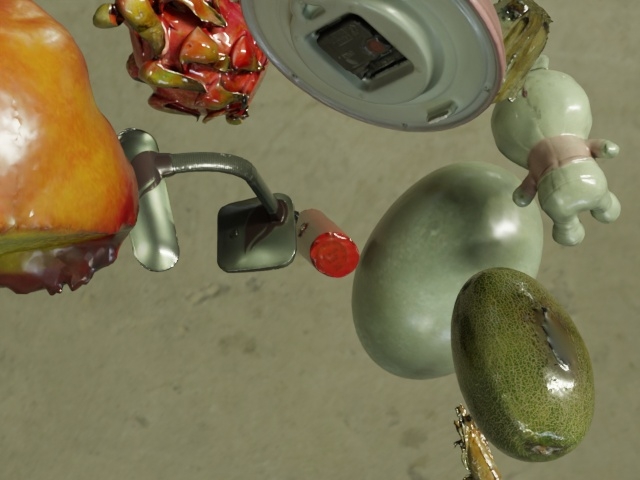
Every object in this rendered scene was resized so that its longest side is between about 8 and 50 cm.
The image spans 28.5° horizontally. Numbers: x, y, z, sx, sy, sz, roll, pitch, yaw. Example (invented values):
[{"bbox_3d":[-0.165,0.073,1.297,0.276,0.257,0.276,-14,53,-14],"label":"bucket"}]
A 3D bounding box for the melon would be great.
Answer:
[{"bbox_3d":[0.148,0.088,0.937,0.099,0.099,0.162,7,47,-23],"label":"melon"}]

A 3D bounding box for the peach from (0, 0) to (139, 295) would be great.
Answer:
[{"bbox_3d":[-0.380,-0.083,1.161,0.406,0.335,0.310,-11,75,-21],"label":"peach"}]

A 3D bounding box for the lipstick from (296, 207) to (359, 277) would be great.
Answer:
[{"bbox_3d":[0.000,0.001,1.846,0.073,0.280,0.073,-1,98,-8],"label":"lipstick"}]

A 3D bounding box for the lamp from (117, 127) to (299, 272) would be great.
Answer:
[{"bbox_3d":[-0.136,-0.018,1.636,0.283,0.125,0.203,36,44,-52],"label":"lamp"}]

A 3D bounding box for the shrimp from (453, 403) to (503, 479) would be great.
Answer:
[{"bbox_3d":[0.205,0.340,1.875,0.034,0.124,0.178,-9,76,-63],"label":"shrimp"}]

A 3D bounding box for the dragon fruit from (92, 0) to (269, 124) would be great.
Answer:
[{"bbox_3d":[-0.197,-0.310,1.961,0.243,0.307,0.227,3,70,8],"label":"dragon fruit"}]

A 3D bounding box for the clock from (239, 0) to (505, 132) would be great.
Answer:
[{"bbox_3d":[0.042,-0.177,1.079,0.244,0.244,0.056,33,62,-8],"label":"clock"}]

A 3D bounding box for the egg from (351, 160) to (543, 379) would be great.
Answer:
[{"bbox_3d":[0.189,0.047,1.895,0.258,0.258,0.352,31,91,-9],"label":"egg"}]

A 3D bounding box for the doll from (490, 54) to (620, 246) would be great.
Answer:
[{"bbox_3d":[0.312,-0.133,1.689,0.113,0.155,0.275,17,52,-64],"label":"doll"}]

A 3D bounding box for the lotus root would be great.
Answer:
[{"bbox_3d":[0.195,-0.223,1.445,0.143,0.144,0.070,-10,49,-50],"label":"lotus root"}]
